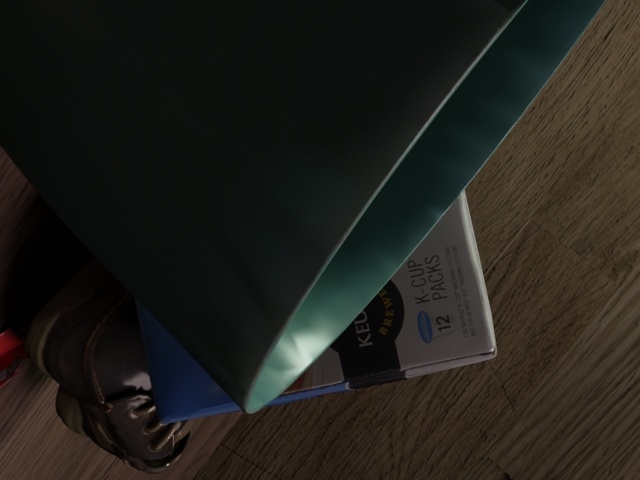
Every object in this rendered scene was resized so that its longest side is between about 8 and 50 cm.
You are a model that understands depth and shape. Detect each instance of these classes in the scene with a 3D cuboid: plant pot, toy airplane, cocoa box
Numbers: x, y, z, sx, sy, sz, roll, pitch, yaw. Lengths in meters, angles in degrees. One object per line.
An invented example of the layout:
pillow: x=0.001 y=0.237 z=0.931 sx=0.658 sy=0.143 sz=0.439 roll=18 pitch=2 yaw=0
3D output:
plant pot: x=-0.025 y=-0.114 z=0.493 sx=0.293 sy=0.235 sz=0.293 roll=-49 pitch=172 yaw=-10
toy airplane: x=-0.225 y=0.073 z=0.952 sx=0.151 sy=0.028 sz=0.151 roll=-50 pitch=171 yaw=-12
cocoa box: x=0.000 y=0.000 z=0.888 sx=0.227 sy=0.232 sz=0.347 roll=-12 pitch=175 yaw=6

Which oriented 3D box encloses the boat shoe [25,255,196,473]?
boat shoe: x=-0.147 y=0.106 z=0.956 sx=0.132 sy=0.130 sz=0.355 roll=-50 pitch=170 yaw=-20
